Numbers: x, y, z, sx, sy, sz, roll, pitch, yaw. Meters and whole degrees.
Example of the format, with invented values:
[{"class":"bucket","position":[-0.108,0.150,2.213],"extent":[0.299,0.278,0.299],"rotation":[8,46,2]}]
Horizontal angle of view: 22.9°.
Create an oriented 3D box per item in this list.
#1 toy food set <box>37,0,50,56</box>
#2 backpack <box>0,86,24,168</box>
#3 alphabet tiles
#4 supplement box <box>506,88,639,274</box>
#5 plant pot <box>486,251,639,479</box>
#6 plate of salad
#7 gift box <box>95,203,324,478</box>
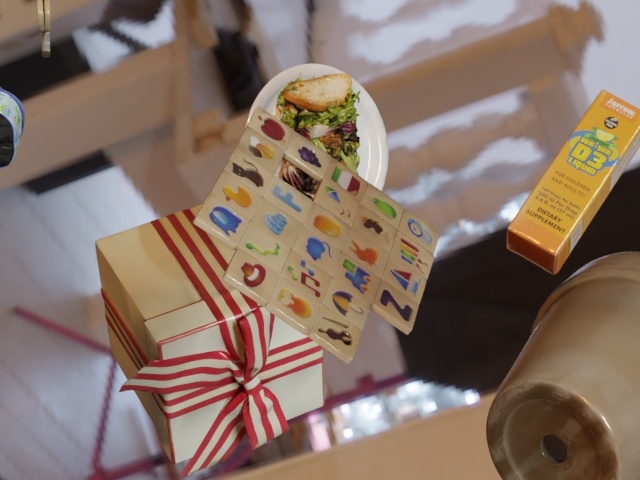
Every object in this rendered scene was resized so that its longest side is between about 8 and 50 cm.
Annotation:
[{"class":"toy food set","position":[-0.246,-0.229,1.373],"extent":[0.078,0.019,0.122],"rotation":[115,-28,-66]},{"class":"backpack","position":[-0.420,-0.147,1.924],"extent":[0.084,0.114,0.105],"rotation":[-78,180,-49]},{"class":"alphabet tiles","position":[0.000,0.000,1.289],"extent":[0.198,0.009,0.237],"rotation":[35,33,-8]},{"class":"supplement box","position":[0.330,-0.076,2.017],"extent":[0.078,0.233,0.080],"rotation":[30,-17,18]},{"class":"plant pot","position":[0.358,0.208,1.987],"extent":[0.280,0.323,0.323],"rotation":[-27,100,-46]},{"class":"plate of salad","position":[0.003,-0.104,1.800],"extent":[0.048,0.200,0.199],"rotation":[-3,-68,55]},{"class":"gift box","position":[-0.152,0.132,2.044],"extent":[0.258,0.276,0.255],"rotation":[50,-23,43]}]
